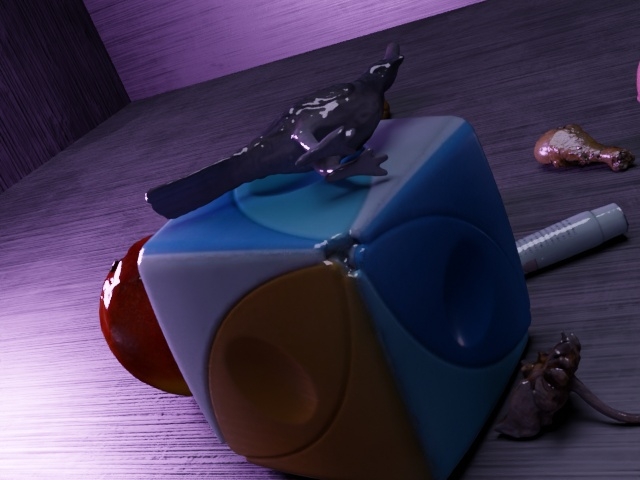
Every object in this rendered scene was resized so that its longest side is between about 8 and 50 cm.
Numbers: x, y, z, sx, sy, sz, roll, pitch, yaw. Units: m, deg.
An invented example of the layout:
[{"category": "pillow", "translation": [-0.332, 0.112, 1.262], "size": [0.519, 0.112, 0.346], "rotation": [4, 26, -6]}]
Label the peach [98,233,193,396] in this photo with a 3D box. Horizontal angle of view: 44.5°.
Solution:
[{"category": "peach", "translation": [-0.204, 0.104, 1.220], "size": [0.281, 0.281, 0.238], "rotation": [-30, 24, -18]}]

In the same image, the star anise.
[{"category": "star anise", "translation": [0.346, 0.181, 0.896], "size": [0.227, 0.218, 0.148], "rotation": [32, 9, 14]}]

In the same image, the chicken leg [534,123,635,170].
[{"category": "chicken leg", "translation": [0.491, -0.169, 1.455], "size": [0.085, 0.069, 0.198], "rotation": [-36, 34, -26]}]

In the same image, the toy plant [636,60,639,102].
[{"category": "toy plant", "translation": [0.701, -0.247, 1.297], "size": [0.317, 0.210, 0.356], "rotation": [-59, 33, 0]}]

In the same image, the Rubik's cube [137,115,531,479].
[{"category": "Rubik's cube", "translation": [0.032, 0.067, 0.992], "size": [0.347, 0.352, 0.351], "rotation": [-3, 32, 38]}]

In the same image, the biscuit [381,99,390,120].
[{"category": "biscuit", "translation": [0.050, -0.331, 2.166], "size": [0.296, 0.075, 0.296], "rotation": [-18, 24, 8]}]

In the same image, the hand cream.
[{"category": "hand cream", "translation": [0.307, 0.023, 1.210], "size": [0.331, 0.058, 0.085], "rotation": [-21, 25, 4]}]

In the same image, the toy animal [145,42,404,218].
[{"category": "toy animal", "translation": [-0.009, -0.109, 0.872], "size": [0.367, 0.081, 0.206], "rotation": [-35, 30, -11]}]
